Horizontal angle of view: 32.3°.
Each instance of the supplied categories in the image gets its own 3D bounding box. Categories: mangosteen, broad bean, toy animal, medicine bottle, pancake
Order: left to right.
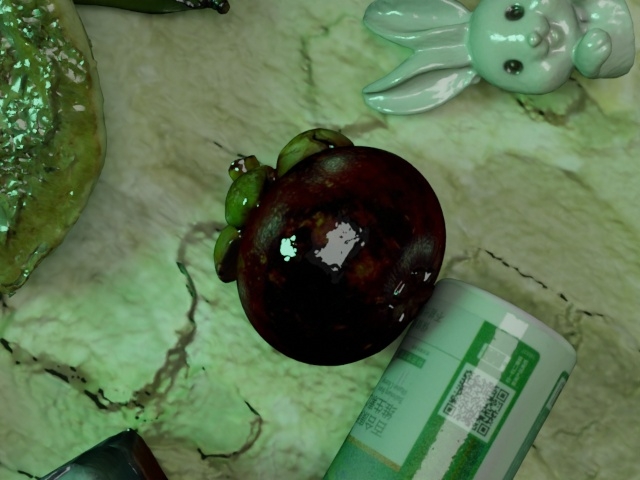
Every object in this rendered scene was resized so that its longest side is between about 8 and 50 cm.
[{"bbox_3d":[-0.333,-0.097,0.847,0.356,0.065,0.356,1,105,4],"label":"pancake"},{"bbox_3d":[-0.178,-0.224,0.925,0.213,0.048,0.070,16,85,-2],"label":"broad bean"},{"bbox_3d":[0.000,0.000,0.879,0.200,0.200,0.200,0,86,-6],"label":"mangosteen"},{"bbox_3d":[0.085,0.176,0.883,0.133,0.133,0.274,30,82,-3],"label":"medicine bottle"},{"bbox_3d":[0.144,-0.167,0.922,0.221,0.131,0.104,-11,101,-4],"label":"toy animal"}]

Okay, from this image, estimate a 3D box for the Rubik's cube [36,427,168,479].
[{"bbox_3d":[-0.192,0.343,0.749,0.316,0.313,0.318,-31,88,-8],"label":"Rubik's cube"}]
